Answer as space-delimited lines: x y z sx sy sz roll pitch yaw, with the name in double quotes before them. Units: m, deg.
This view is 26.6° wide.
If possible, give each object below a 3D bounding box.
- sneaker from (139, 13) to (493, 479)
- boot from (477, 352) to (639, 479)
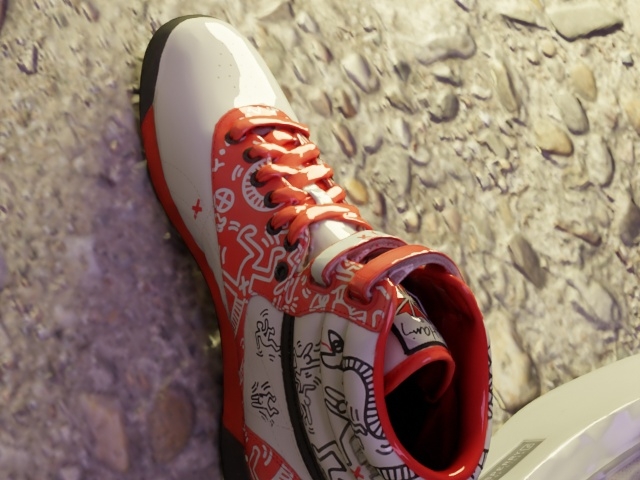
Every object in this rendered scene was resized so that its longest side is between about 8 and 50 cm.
"sneaker" 0.001 0.001 0.630 0.090 0.145 0.270 -4 77 -38
"boot" 0.141 0.160 0.732 0.258 0.095 0.123 -28 99 -32
